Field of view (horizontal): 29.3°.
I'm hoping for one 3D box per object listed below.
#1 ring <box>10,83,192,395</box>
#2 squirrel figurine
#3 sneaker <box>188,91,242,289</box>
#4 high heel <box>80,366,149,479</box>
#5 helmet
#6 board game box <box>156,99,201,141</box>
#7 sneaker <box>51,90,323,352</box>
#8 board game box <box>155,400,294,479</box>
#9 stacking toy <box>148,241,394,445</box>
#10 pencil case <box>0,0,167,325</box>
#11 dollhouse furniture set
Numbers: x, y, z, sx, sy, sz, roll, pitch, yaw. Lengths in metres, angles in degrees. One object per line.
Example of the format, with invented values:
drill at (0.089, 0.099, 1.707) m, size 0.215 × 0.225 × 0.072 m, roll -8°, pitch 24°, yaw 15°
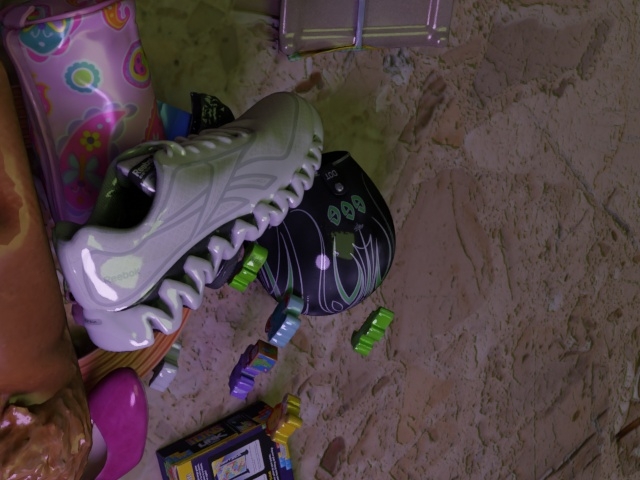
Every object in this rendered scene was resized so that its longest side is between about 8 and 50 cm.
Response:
ring at (-0.268, 0.017, 1.157) m, size 0.337 × 0.032 × 0.336 m, roll -8°, pitch 107°, yaw -26°
squirrel figurine at (-0.378, 0.086, 0.922) m, size 0.371 × 0.281 × 0.396 m, roll -14°, pitch 90°, yaw -13°
sneaker at (-0.105, -0.045, 1.139) m, size 0.089 × 0.051 × 0.170 m, roll 19°, pitch 94°, yaw -26°
high heel at (-0.247, 0.208, 1.169) m, size 0.117 × 0.082 × 0.244 m, roll -12°, pitch 151°, yaw -40°
helmet at (0.000, 0.000, 1.296) m, size 0.169 × 0.169 × 0.161 m, roll -26°, pitch 101°, yaw -28°
board game box at (-0.177, -0.071, 1.146) m, size 0.169 × 0.033 × 0.133 m, roll 20°, pitch 98°, yaw -26°
sneaker at (-0.100, -0.044, 0.996) m, size 0.292 × 0.110 × 0.118 m, roll -50°, pitch 124°, yaw -35°
board game box at (-0.098, 0.286, 1.376) m, size 0.141 × 0.048 × 0.170 m, roll -22°, pitch 116°, yaw -27°
stacking toy at (-0.055, 0.107, 1.259) m, size 0.167 × 0.052 × 0.221 m, roll 27°, pitch 122°, yaw -20°
pencil case at (-0.191, -0.071, 1.053) m, size 0.124 × 0.124 × 0.284 m, roll -21°, pitch 115°, yaw -30°
dollhouse furniture set at (0.046, -0.356, 1.270) m, size 0.198 × 0.151 × 0.301 m, roll -4°, pitch 126°, yaw -14°
